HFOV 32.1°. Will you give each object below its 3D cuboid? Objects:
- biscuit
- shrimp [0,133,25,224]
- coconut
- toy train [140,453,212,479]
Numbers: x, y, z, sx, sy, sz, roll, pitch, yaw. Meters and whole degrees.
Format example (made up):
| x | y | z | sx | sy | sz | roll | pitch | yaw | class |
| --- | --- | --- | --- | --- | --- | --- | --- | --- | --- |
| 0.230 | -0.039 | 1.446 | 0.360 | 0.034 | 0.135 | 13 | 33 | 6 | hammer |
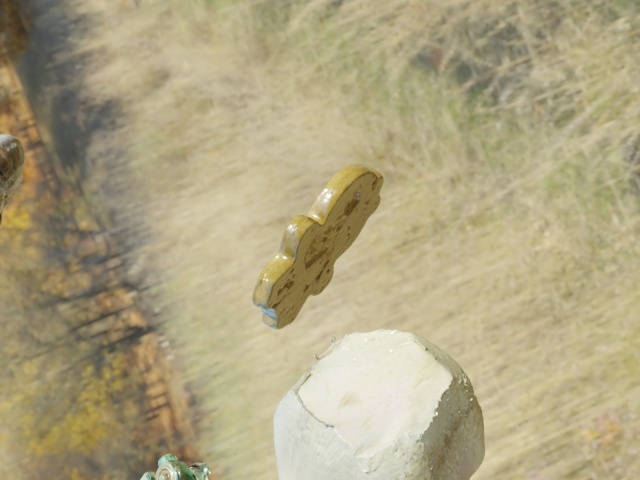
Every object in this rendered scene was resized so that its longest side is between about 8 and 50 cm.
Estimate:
| x | y | z | sx | sy | sz | roll | pitch | yaw | class |
| --- | --- | --- | --- | --- | --- | --- | --- | --- | --- |
| -0.002 | -0.002 | 1.412 | 0.035 | 0.249 | 0.184 | 32 | 166 | 21 | biscuit |
| -0.496 | 0.001 | 1.454 | 0.116 | 0.343 | 0.145 | 34 | -169 | -19 | shrimp |
| 0.026 | 0.112 | 0.606 | 0.110 | 0.124 | 0.110 | 30 | 145 | 24 | coconut |
| -0.185 | 0.391 | 1.532 | 0.125 | 0.080 | 0.194 | -55 | 49 | 23 | toy train |
